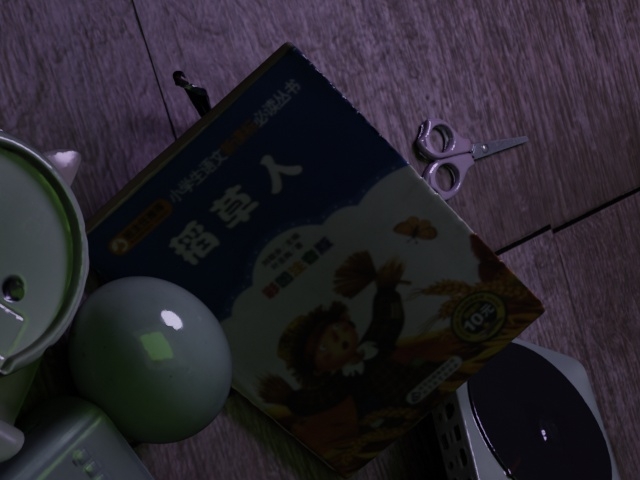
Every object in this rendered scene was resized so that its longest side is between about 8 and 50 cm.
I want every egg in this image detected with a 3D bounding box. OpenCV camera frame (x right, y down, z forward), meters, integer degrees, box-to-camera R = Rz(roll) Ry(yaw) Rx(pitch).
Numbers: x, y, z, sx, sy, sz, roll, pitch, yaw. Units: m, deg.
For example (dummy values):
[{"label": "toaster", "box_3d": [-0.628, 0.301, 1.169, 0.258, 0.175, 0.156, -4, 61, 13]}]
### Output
[{"label": "egg", "box_3d": [-0.163, 0.115, 1.412, 0.149, 0.149, 0.192, -62, 148, -23]}]

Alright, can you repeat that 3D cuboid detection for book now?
[{"label": "book", "box_3d": [-0.002, 0.036, 1.516, 0.300, 0.039, 0.428, -42, 118, 10]}]

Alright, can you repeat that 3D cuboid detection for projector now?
[{"label": "projector", "box_3d": [0.233, 0.232, 1.715, 0.259, 0.079, 0.257, 21, 43, -36]}, {"label": "projector", "box_3d": [-0.236, 0.303, 1.380, 0.198, 0.108, 0.250, -46, 115, -31]}]

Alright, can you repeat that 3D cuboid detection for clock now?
[{"label": "clock", "box_3d": [-0.331, 0.016, 1.321, 0.265, 0.108, 0.324, 36, 66, -30]}]

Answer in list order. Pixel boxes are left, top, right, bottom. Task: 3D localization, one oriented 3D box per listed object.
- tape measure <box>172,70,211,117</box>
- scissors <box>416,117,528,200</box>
[{"label": "tape measure", "box_3d": [-0.118, -0.093, 1.496, 0.180, 0.104, 0.107, 35, 73, -37]}, {"label": "scissors", "box_3d": [0.189, -0.110, 1.795, 0.189, 0.015, 0.100, -15, 98, -40]}]
